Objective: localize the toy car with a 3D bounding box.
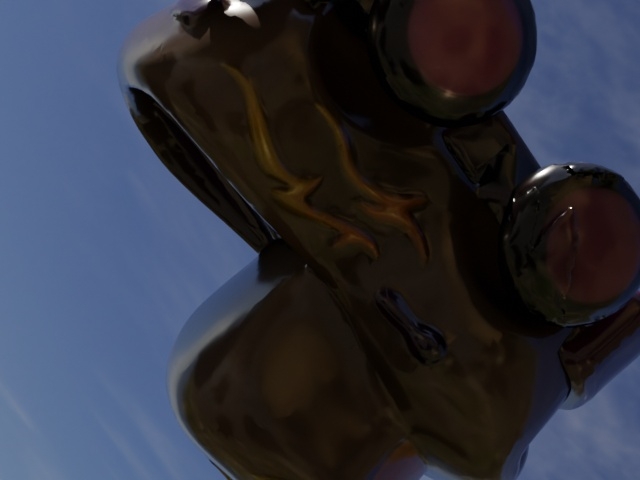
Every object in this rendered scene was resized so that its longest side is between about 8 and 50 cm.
[{"bbox_3d":[0.000,0.000,0.574,0.340,0.240,0.271,54,-11,-11],"label":"toy car"}]
